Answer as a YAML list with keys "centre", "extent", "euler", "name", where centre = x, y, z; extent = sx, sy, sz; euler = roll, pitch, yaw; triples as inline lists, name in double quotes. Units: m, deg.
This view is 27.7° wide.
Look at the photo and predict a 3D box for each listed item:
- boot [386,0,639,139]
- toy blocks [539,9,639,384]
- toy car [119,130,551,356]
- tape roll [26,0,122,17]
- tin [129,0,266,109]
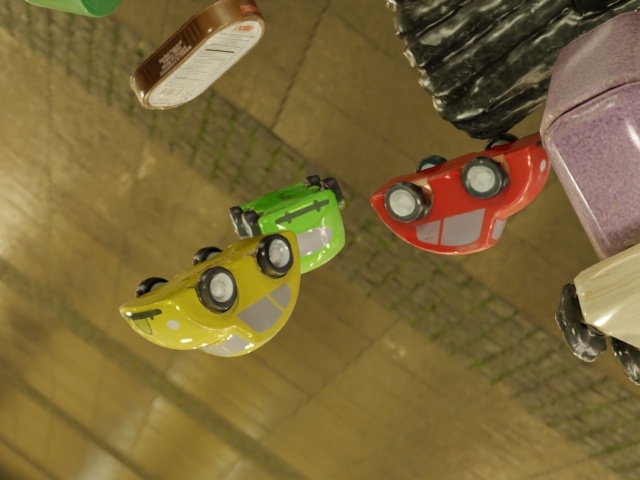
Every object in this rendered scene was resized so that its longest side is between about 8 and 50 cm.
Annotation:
- centre: [0.145, -0.240, 0.671]
  extent: [0.260, 0.348, 0.131]
  euler: [-24, 140, 31]
  name: "boot"
- centre: [0.249, -0.102, 0.429]
  extent: [0.309, 0.260, 0.288]
  euler: [-29, 144, 31]
  name: "toy blocks"
- centre: [0.000, 0.000, 0.738]
  extent: [0.225, 0.239, 0.053]
  euler: [-155, 44, -76]
  name: "toy car"
- centre: [-0.242, -0.400, 1.368]
  extent: [0.077, 0.321, 0.321]
  euler: [12, 156, 5]
  name: "tape roll"
- centre: [-0.143, -0.218, 1.531]
  extent: [0.190, 0.106, 0.040]
  euler: [-38, 78, 29]
  name: "tin"
